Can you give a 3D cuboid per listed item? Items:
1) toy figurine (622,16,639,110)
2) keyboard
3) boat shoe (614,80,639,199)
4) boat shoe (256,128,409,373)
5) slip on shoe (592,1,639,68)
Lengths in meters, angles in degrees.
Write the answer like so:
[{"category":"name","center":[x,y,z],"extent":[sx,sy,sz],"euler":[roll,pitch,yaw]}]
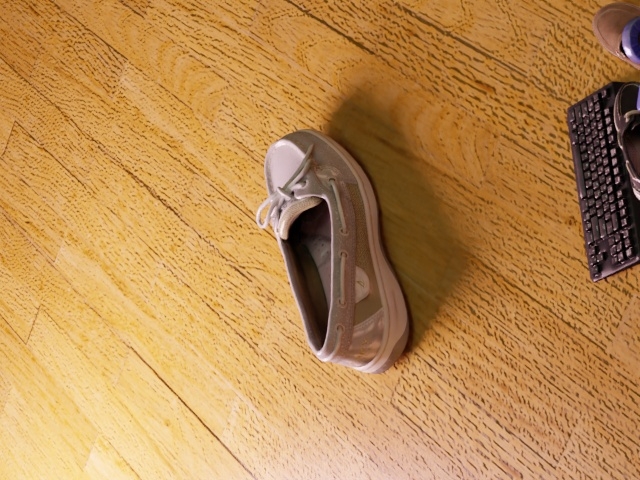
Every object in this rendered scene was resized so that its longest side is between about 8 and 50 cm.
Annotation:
[{"category":"toy figurine","center":[0.311,-0.120,1.495],"extent":[0.191,0.217,0.363],"euler":[8,88,53]},{"category":"keyboard","center":[0.277,-0.060,1.683],"extent":[0.108,0.023,0.180],"euler":[-27,62,46]},{"category":"boat shoe","center":[0.293,-0.097,1.639],"extent":[0.046,0.038,0.125],"euler":[-8,62,13]},{"category":"boat shoe","center":[-0.001,0.003,1.960],"extent":[0.118,0.103,0.320],"euler":[-45,49,36]},{"category":"slip on shoe","center":[0.294,-0.187,1.676],"extent":[0.135,0.041,0.051],"euler":[50,120,45]}]
